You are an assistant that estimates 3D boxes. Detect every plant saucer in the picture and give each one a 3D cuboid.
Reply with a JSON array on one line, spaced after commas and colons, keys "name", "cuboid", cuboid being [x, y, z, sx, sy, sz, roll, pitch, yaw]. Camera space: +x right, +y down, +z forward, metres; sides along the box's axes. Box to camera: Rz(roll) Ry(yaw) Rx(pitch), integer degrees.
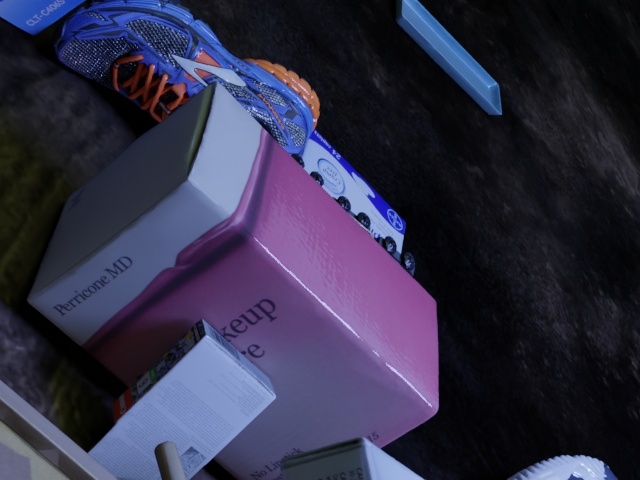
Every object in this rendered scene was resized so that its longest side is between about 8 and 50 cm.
[{"name": "plant saucer", "cuboid": [0.155, -0.226, 1.596, 0.192, 0.018, 0.067, 40, 33, -28]}]

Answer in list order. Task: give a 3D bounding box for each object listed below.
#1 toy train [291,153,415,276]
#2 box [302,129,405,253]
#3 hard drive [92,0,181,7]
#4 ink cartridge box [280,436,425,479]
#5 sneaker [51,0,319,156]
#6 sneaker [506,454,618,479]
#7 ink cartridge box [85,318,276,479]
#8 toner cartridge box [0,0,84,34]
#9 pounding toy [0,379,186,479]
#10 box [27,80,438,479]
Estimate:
[{"name": "toy train", "cuboid": [0.015, -0.012, 1.002, 0.158, 0.027, 0.036, 40, 43, -27]}, {"name": "box", "cuboid": [0.000, 0.000, 1.069, 0.126, 0.072, 0.137, 44, 31, -21]}, {"name": "hard drive", "cuboid": [-0.150, -0.195, 1.084, 0.094, 0.022, 0.135, 22, 43, -47]}, {"name": "ink cartridge box", "cuboid": [0.063, 0.277, 0.766, 0.239, 0.060, 0.275, 43, 33, -59]}, {"name": "sneaker", "cuboid": [-0.097, -0.112, 0.993, 0.221, 0.083, 0.087, 21, 50, -22]}, {"name": "sneaker", "cuboid": [0.247, 0.286, 1.139, 0.235, 0.094, 0.153, 41, 22, -46]}, {"name": "ink cartridge box", "cuboid": [-0.090, 0.109, 0.795, 0.063, 0.115, 0.029, 44, 6, -23]}, {"name": "toner cartridge box", "cuboid": [-0.179, -0.339, 0.984, 0.075, 0.165, 0.348, 28, 48, -40]}, {"name": "pounding toy", "cuboid": [-0.131, 0.171, 0.655, 0.206, 0.094, 0.181, 42, 26, -8]}, {"name": "box", "cuboid": [-0.049, 0.040, 0.863, 0.232, 0.148, 0.127, 44, 26, -23]}]
